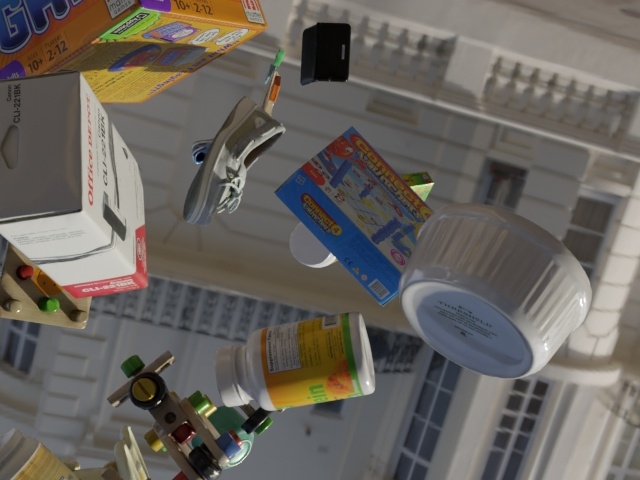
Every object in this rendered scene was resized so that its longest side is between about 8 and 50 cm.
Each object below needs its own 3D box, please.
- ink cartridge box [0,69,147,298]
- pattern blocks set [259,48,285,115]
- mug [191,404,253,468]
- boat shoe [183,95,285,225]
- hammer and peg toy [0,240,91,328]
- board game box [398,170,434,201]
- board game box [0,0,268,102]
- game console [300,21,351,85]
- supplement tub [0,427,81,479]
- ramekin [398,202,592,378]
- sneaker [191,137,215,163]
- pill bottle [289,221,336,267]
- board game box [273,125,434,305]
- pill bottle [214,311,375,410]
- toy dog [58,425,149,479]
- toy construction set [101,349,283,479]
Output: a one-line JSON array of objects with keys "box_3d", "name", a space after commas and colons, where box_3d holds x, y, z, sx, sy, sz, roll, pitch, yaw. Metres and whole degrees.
[{"box_3d": [-0.320, -0.063, 1.038, 0.114, 0.197, 0.273, -9, 158, 2], "name": "ink cartridge box"}, {"box_3d": [-0.150, -0.355, 2.159, 0.026, 0.325, 0.285, 16, 171, -13], "name": "pattern blocks set"}, {"box_3d": [-0.225, 0.473, 1.833, 0.097, 0.158, 0.129, 34, -172, 34], "name": "mug"}, {"box_3d": [-0.148, -0.135, 1.385, 0.103, 0.118, 0.320, 28, -140, -7], "name": "boat shoe"}, {"box_3d": [-0.775, 0.081, 2.117, 0.361, 0.266, 0.127, 16, 169, -37], "name": "hammer and peg toy"}, {"box_3d": [0.183, -0.117, 1.975, 0.181, 0.092, 0.043, -9, -124, -25], "name": "board game box"}, {"box_3d": [-0.382, -0.482, 1.435, 0.356, 0.356, 0.356, -22, 177, 30], "name": "board game box"}, {"box_3d": [0.010, -0.391, 1.674, 0.107, 0.122, 0.071, 2, -179, 3], "name": "game console"}, {"box_3d": [-0.589, 0.491, 1.602, 0.200, 0.144, 0.144, 49, -176, -14], "name": "supplement tub"}, {"box_3d": [0.235, 0.084, 1.139, 0.273, 0.127, 0.273, 29, 152, 17], "name": "ramekin"}, {"box_3d": [-0.267, -0.233, 2.033, 0.144, 0.053, 0.059, -17, -137, 21], "name": "sneaker"}, {"box_3d": [0.000, 0.000, 1.826, 0.119, 0.119, 0.208, 18, -172, 10], "name": "pill bottle"}, {"box_3d": [0.093, -0.062, 1.633, 0.308, 0.086, 0.302, 46, -148, -2], "name": "board game box"}, {"box_3d": [-0.042, 0.203, 1.301, 0.245, 0.136, 0.136, -11, -171, 7], "name": "pill bottle"}, {"box_3d": [-0.620, 0.689, 1.956, 0.407, 0.395, 0.284, -19, -170, -10], "name": "toy dog"}, {"box_3d": [-0.267, 0.320, 1.329, 0.237, 0.309, 0.257, 46, -166, 6], "name": "toy construction set"}]
